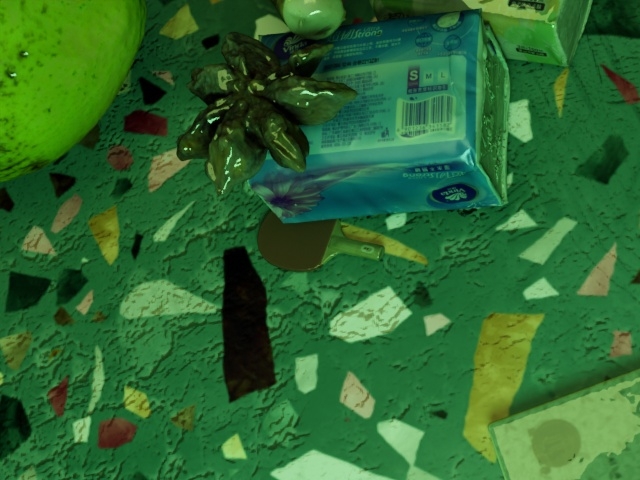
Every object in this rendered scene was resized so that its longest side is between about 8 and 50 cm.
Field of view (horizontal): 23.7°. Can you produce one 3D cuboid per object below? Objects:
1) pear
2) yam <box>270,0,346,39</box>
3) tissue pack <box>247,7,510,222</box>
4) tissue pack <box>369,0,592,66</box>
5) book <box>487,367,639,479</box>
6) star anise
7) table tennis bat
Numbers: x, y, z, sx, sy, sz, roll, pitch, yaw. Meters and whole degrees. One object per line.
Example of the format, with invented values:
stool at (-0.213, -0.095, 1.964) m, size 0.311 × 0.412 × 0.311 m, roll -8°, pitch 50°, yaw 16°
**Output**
pear at (-0.395, -0.266, 1.807) m, size 0.391 × 0.391 × 0.391 m, roll -8°, pitch 65°, yaw 17°
yam at (-0.047, -0.326, 1.780) m, size 0.081 × 0.081 × 0.356 m, roll -32°, pitch 32°, yaw 4°
tissue pack at (0.067, -0.132, 1.691) m, size 0.263 × 0.146 × 0.198 m, roll -5°, pitch 64°, yaw 20°
tissue pack at (0.184, -0.308, 1.729) m, size 0.229 × 0.145 × 0.159 m, roll 12°, pitch 72°, yaw 25°
book at (0.379, 0.233, 1.480) m, size 0.389 × 0.032 × 0.269 m, roll -23°, pitch 62°, yaw 10°
star anise at (-0.073, -0.134, 1.621) m, size 0.212 × 0.073 × 0.197 m, roll 13°, pitch 70°, yaw 34°
table tennis bat at (0.000, 0.000, 1.735) m, size 0.156 × 0.013 × 0.087 m, roll 11°, pitch 69°, yaw 26°
